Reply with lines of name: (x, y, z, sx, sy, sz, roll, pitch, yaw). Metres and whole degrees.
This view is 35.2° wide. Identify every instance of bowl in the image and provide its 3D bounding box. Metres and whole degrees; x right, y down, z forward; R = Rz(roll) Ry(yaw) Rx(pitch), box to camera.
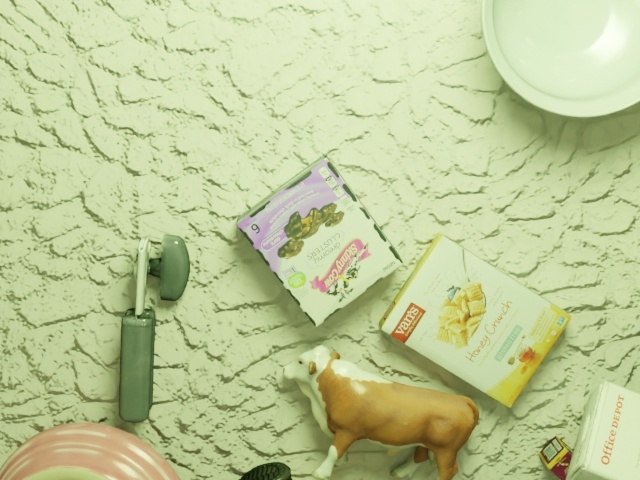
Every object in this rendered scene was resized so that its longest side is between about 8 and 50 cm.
bowl: (0.359, -0.325, 1.418, 0.298, 0.134, 0.297, -1, 101, -3)

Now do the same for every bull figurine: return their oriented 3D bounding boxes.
bull figurine: (0.082, 0.276, 1.535, 0.310, 0.101, 0.188, 15, 103, -3)

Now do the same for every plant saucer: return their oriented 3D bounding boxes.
plant saucer: (-0.355, 0.444, 1.522, 0.332, 0.084, 0.332, 1, 99, 8)

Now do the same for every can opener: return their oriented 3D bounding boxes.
can opener: (-0.247, 0.131, 1.504, 0.095, 0.076, 0.283, 3, 101, -2)

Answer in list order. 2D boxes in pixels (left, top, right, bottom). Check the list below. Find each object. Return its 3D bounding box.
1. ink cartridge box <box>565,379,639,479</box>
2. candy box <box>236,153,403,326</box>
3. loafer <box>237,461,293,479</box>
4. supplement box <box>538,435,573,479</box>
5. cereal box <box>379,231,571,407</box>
ink cartridge box: (0.493, 0.328, 1.508, 0.218, 0.092, 0.158, 22, 56, 5)
candy box: (0.000, 0.000, 1.493, 0.165, 0.070, 0.196, -37, 99, 4)
loafer: (-0.120, 0.426, 1.569, 0.220, 0.080, 0.078, -39, 104, 14)
supplement box: (0.391, 0.355, 1.585, 0.083, 0.055, 0.043, 42, 96, -10)
cereal box: (0.234, 0.121, 1.538, 0.240, 0.047, 0.173, 31, 98, -8)
